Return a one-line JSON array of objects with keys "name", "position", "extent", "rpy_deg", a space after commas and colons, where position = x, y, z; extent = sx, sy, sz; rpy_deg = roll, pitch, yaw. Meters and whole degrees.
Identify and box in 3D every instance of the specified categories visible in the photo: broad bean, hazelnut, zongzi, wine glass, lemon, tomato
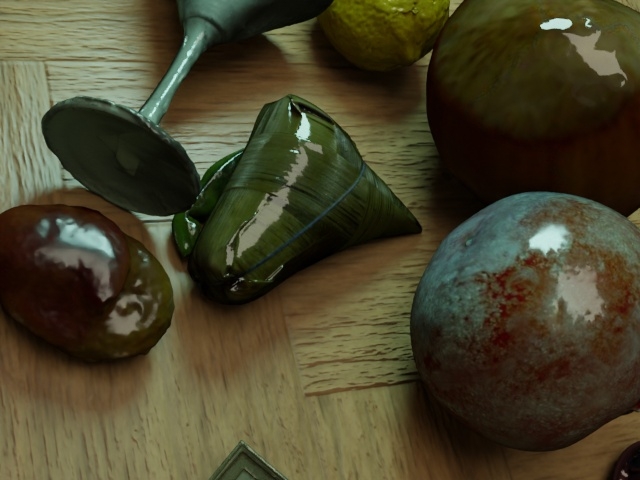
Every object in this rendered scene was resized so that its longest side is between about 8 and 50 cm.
[{"name": "broad bean", "position": [-0.140, -0.054, 1.287], "extent": [0.061, 0.046, 0.195], "rpy_deg": [34, 59, -16]}, {"name": "hazelnut", "position": [0.303, -0.181, 1.354], "extent": [0.365, 0.366, 0.366], "rpy_deg": [10, 58, -17]}, {"name": "zongzi", "position": [0.000, 0.000, 1.284], "extent": [0.300, 0.138, 0.286], "rpy_deg": [39, 63, -31]}, {"name": "wine glass", "position": [-0.163, -0.244, 1.278], "extent": [0.267, 0.267, 0.406], "rpy_deg": [27, 61, -6]}, {"name": "lemon", "position": [0.088, -0.349, 1.463], "extent": [0.192, 0.192, 0.231], "rpy_deg": [-8, 59, -26]}, {"name": "broad bean", "position": [-0.273, 0.045, 1.130], "extent": [0.228, 0.122, 0.156], "rpy_deg": [31, 52, 1]}, {"name": "tomato", "position": [0.265, 0.095, 1.206], "extent": [0.282, 0.316, 0.317], "rpy_deg": [49, 53, -17]}]

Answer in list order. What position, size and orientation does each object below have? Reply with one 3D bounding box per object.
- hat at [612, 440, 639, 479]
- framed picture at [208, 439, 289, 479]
[{"name": "hat", "position": [0.465, 0.345, 1.280], "extent": [0.205, 0.089, 0.206], "rpy_deg": [10, 58, -16]}, {"name": "framed picture", "position": [-0.052, 0.351, 1.070], "extent": [0.231, 0.010, 0.173], "rpy_deg": [39, 80, 3]}]
